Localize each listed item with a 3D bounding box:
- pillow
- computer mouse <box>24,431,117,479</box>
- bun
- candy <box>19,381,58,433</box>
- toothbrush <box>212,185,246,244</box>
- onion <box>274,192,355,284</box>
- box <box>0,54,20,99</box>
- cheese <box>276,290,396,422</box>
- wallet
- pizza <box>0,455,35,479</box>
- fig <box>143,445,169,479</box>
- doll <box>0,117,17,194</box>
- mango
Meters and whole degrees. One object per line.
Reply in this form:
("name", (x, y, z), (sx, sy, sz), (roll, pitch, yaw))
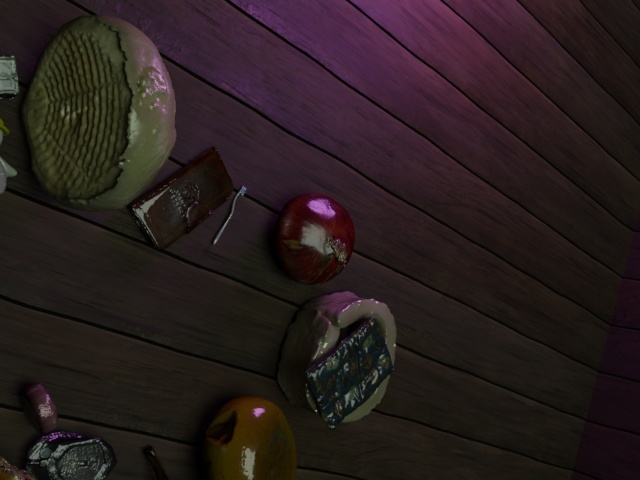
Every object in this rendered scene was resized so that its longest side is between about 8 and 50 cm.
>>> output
("pillow", (0.080, 0.329, 1.852), (0.255, 0.034, 0.189), (-38, 118, -30))
("computer mouse", (-0.516, 0.452, 1.540), (0.192, 0.062, 0.106), (15, 86, -34))
("bun", (-0.393, -0.231, 1.408), (0.202, 0.364, 0.364), (-1, 96, -52))
("candy", (-0.556, 0.332, 1.466), (0.043, 0.103, 0.103), (-23, 109, -36))
("toothbrush", (-0.220, -0.060, 1.770), (0.017, 0.014, 0.162), (34, 73, -18))
("onion", (-0.007, -0.005, 1.874), (0.248, 0.161, 0.248), (24, 60, -50))
("box", (-0.600, -0.308, 1.388), (0.060, 0.063, 0.085), (-10, 100, -38))
("cheese", (0.049, 0.296, 1.943), (0.292, 0.153, 0.332), (18, 83, -40))
("wallet", (-0.304, -0.093, 1.683), (0.255, 0.031, 0.137), (-42, 119, -30))
("pizza", (-0.619, 0.499, 1.443), (0.147, 0.069, 0.226), (-45, 128, -2))
("fig", (-0.349, 0.625, 1.648), (0.190, 0.190, 0.290), (-42, 103, -29))
("doll", (-0.624, -0.150, 1.373), (0.129, 0.081, 0.207), (5, 89, -48))
("mango", (-0.158, 0.550, 1.740), (0.253, 0.182, 0.365), (11, 69, -55))
